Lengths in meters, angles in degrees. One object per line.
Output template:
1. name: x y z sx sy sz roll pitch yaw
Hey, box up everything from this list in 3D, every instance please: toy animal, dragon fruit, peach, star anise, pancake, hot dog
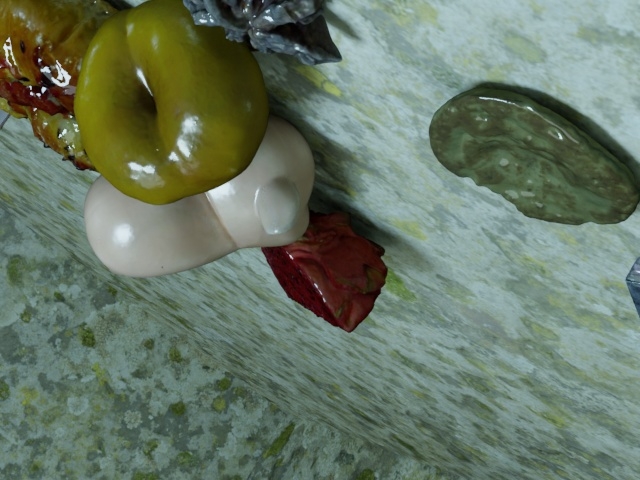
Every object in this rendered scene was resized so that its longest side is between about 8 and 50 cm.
1. toy animal: -0.162 -0.064 1.459 0.269 0.326 0.237 -41 71 54
2. dragon fruit: 0.000 0.000 1.656 0.205 0.152 0.317 56 170 -18
3. peach: -0.183 -0.169 1.277 0.251 0.251 0.153 27 -160 14
4. star anise: -0.077 -0.257 1.099 0.209 0.089 0.231 2 159 45
5. pancake: 0.230 -0.086 1.140 0.236 0.042 0.222 24 158 13
6. hot dog: -0.369 -0.236 1.517 0.365 0.196 0.367 23 165 14

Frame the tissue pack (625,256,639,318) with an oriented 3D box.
1. tissue pack: 0.433 0.083 1.258 0.112 0.051 0.156 21 161 36

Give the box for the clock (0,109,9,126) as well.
1. clock: -0.715 -0.278 2.034 0.235 0.166 0.309 36 165 -15

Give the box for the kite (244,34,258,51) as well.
1. kite: -0.105 -0.264 1.263 0.183 0.014 0.241 31 165 5
